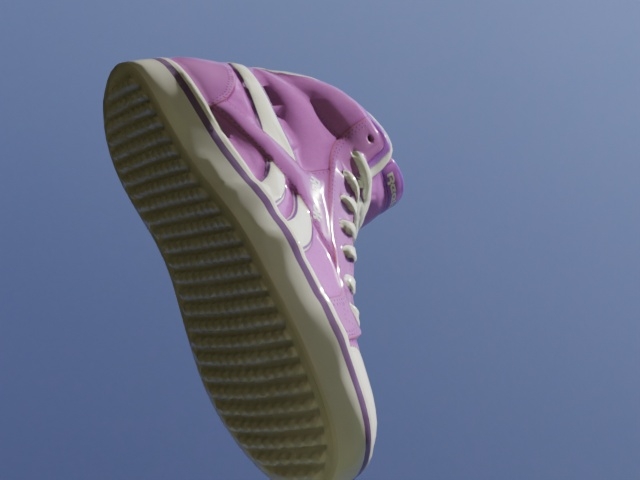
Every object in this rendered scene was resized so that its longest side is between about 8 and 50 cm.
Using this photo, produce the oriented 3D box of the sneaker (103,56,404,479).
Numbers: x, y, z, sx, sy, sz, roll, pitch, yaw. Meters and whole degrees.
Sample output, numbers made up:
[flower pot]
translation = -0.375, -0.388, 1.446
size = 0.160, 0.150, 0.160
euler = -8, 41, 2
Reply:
[sneaker]
translation = 0.000, -0.001, 0.637
size = 0.161, 0.102, 0.282
euler = -3, -128, -32
